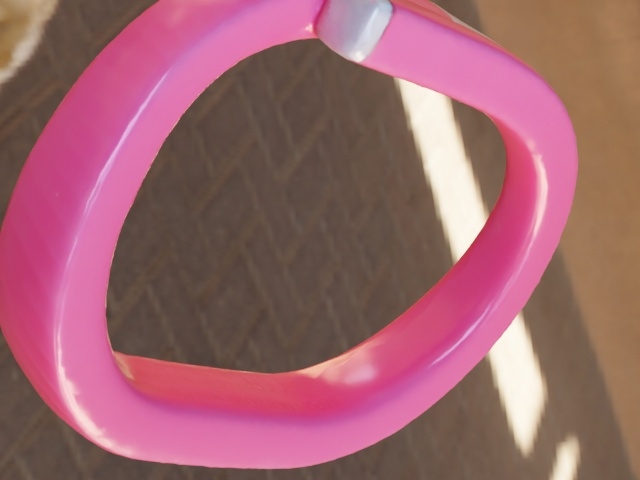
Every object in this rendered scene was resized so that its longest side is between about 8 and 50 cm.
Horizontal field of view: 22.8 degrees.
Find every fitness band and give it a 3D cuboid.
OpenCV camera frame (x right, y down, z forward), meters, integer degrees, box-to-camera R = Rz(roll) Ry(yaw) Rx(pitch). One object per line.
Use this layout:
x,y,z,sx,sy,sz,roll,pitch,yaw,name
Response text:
0.000,0.000,0.642,0.291,0.054,0.209,15,110,-53,fitness band
